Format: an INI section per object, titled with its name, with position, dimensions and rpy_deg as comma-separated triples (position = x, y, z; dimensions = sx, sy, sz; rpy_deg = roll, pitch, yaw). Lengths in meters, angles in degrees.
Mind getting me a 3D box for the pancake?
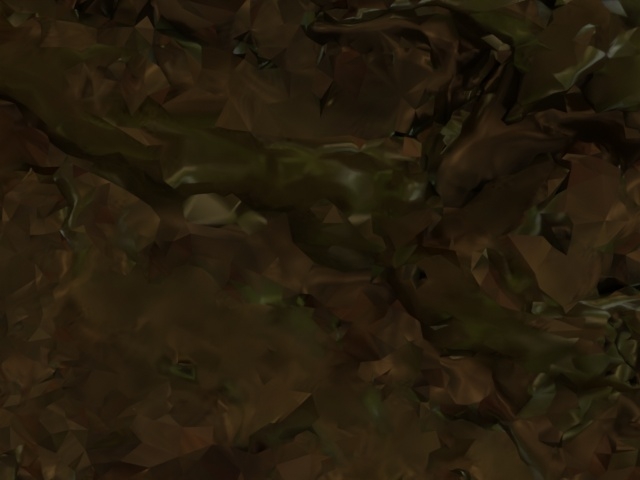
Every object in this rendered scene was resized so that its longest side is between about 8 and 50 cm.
[pancake]
position = 0.000, 0.001, 0.439
dimensions = 0.382, 0.071, 0.382
rpy_deg = -2, -66, -5
